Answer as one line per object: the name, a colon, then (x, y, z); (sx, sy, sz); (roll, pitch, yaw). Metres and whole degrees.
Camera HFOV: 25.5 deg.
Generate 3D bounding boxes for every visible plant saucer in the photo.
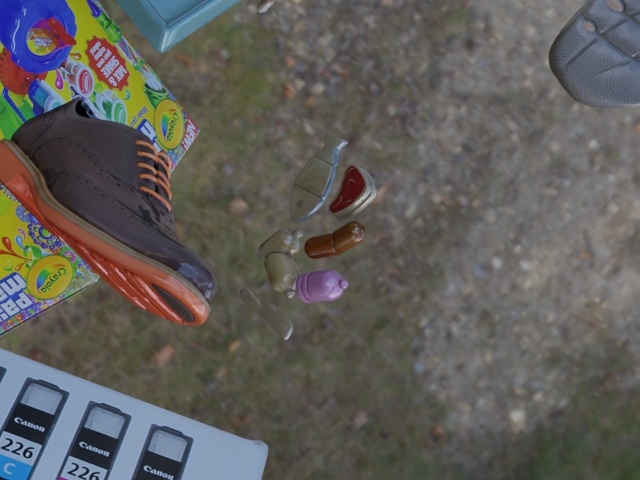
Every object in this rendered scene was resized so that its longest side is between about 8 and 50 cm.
plant saucer: (-0.050, -0.196, 0.905); (0.192, 0.067, 0.018); (-38, 178, -24)

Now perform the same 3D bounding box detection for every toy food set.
toy food set: (0.000, 0.000, 0.892); (0.019, 0.078, 0.122); (22, 103, -46)

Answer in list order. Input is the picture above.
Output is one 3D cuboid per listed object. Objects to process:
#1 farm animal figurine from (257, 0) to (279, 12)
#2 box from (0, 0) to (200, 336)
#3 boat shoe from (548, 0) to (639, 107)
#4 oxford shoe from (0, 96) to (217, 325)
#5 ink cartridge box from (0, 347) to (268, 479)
farm animal figurine: (-0.030, -0.373, 1.575); (0.330, 0.172, 0.327); (-52, 159, 15)
box: (-0.303, -0.106, 1.333); (0.177, 0.290, 0.279); (-27, 111, 29)
boat shoe: (0.364, -0.225, 1.286); (0.355, 0.130, 0.132); (-29, 93, -4)
oxford shoe: (-0.141, -0.032, 0.978); (0.098, 0.271, 0.097); (-46, 135, -9)
ink cartridge box: (-0.192, 0.105, 0.513); (0.310, 0.272, 0.130); (21, 126, -5)
